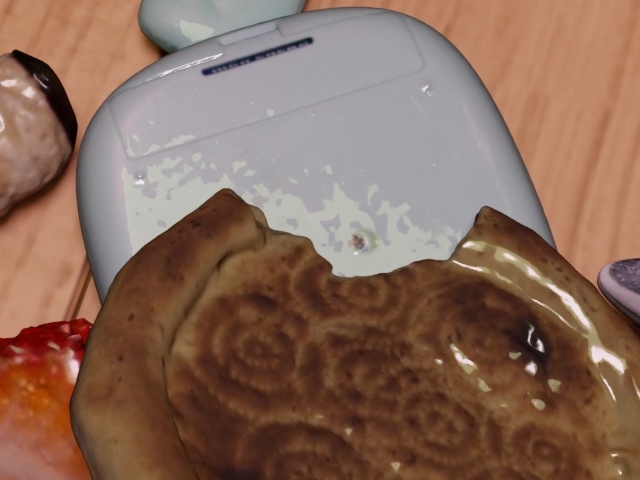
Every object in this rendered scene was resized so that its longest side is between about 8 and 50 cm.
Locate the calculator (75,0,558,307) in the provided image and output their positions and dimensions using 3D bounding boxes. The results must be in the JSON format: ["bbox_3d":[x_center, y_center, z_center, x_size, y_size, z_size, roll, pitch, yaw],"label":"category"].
[{"bbox_3d":[0.000,0.000,0.575,0.184,0.042,0.295,-18,72,-8],"label":"calculator"}]

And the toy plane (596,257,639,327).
[{"bbox_3d":[0.190,0.040,0.554,0.171,0.065,0.162,15,70,6],"label":"toy plane"}]

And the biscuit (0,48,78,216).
[{"bbox_3d":[-0.190,0.004,0.564,0.219,0.055,0.061,-36,118,-15],"label":"biscuit"}]

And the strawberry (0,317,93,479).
[{"bbox_3d":[-0.075,0.100,0.502,0.187,0.146,0.082,30,30,11],"label":"strawberry"}]

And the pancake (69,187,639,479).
[{"bbox_3d":[0.033,0.067,0.478,0.235,0.029,0.212,-1,55,-29],"label":"pancake"}]
